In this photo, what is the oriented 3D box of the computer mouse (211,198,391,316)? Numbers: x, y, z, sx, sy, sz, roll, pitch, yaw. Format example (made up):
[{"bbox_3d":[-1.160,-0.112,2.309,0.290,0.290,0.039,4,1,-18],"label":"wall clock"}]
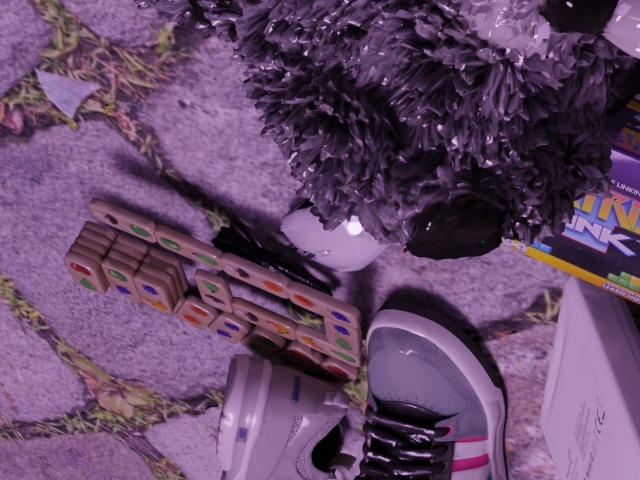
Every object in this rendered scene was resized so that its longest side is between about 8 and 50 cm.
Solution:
[{"bbox_3d":[0.000,0.000,1.447,0.106,0.042,0.193,40,146,-11],"label":"computer mouse"}]

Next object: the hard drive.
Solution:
[{"bbox_3d":[0.222,0.199,1.328,0.040,0.307,0.203,-10,143,-9],"label":"hard drive"}]

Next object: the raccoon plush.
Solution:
[{"bbox_3d":[0.020,-0.182,1.070,0.446,0.216,0.299,20,137,17],"label":"raccoon plush"}]

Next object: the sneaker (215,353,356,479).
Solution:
[{"bbox_3d":[-0.028,0.199,1.671,0.115,0.105,0.281,9,153,4],"label":"sneaker"}]

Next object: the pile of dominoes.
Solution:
[{"bbox_3d":[-0.084,0.060,1.556,0.251,0.040,0.196,23,159,14],"label":"pile of dominoes"}]

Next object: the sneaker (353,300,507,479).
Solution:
[{"bbox_3d":[0.063,0.199,1.530,0.123,0.178,0.295,13,142,26],"label":"sneaker"}]

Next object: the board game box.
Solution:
[{"bbox_3d":[0.189,-0.029,1.253,0.170,0.048,0.141,24,147,12],"label":"board game box"}]
